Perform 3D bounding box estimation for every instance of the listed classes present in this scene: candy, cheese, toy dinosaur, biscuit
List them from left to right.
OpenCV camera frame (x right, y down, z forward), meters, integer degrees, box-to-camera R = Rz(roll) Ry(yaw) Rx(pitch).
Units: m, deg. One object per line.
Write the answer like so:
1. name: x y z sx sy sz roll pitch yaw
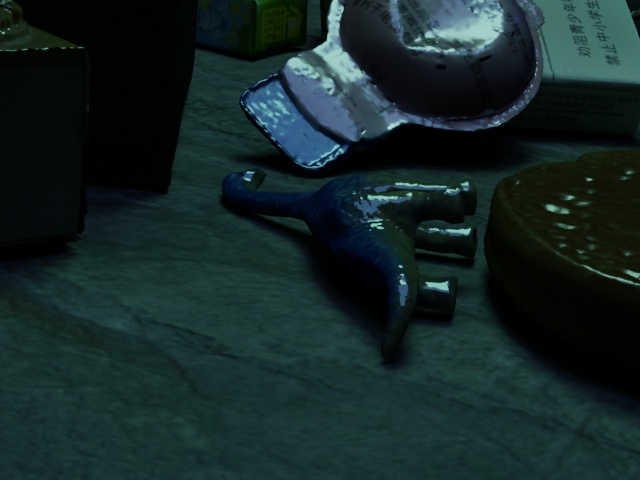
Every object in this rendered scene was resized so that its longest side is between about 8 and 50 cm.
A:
1. candy: -0.118 -0.237 1.507 0.194 0.062 0.097 17 23 29
2. toy dinosaur: 0.000 0.000 0.918 0.188 0.075 0.247 0 24 12
3. cheese: 0.066 -0.144 1.180 0.286 0.074 0.189 -35 70 -29
4. biscuit: 0.293 0.022 0.899 0.381 0.074 0.359 7 21 -6

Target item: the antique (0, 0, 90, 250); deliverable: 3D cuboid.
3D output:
1. antique: -0.237 -0.076 0.900 0.147 0.148 0.152 -7 21 -37

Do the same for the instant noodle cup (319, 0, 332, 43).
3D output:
1. instant noodle cup: 0.061 -0.254 1.521 0.151 0.122 0.151 7 21 -3

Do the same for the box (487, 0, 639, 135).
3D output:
1. box: 0.150 -0.175 1.318 0.259 0.071 0.168 2 48 -9

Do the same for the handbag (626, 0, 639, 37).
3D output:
1. handbag: 0.345 -0.266 1.626 0.288 0.152 0.342 -24 31 -37

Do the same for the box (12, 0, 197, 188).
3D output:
1. box: -0.219 -0.193 1.142 0.251 0.204 0.345 6 20 -3
